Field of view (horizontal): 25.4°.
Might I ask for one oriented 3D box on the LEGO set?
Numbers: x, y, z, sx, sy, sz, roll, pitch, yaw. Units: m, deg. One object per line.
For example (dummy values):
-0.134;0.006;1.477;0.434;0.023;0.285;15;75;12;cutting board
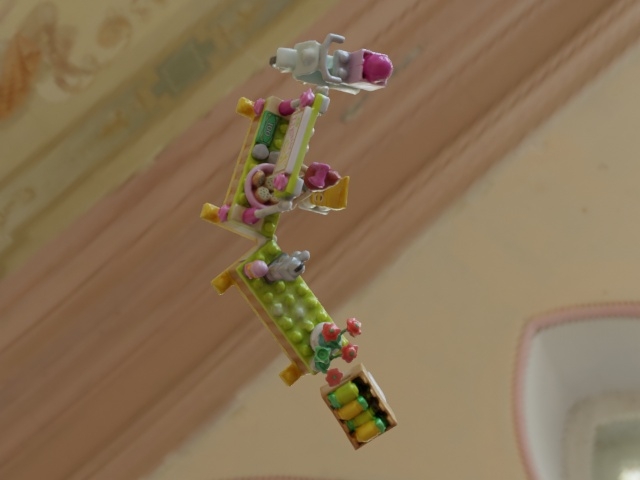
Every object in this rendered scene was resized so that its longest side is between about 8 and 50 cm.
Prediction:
0.000;0.000;0.956;0.132;0.107;0.287;-1;-96;-25;LEGO set
